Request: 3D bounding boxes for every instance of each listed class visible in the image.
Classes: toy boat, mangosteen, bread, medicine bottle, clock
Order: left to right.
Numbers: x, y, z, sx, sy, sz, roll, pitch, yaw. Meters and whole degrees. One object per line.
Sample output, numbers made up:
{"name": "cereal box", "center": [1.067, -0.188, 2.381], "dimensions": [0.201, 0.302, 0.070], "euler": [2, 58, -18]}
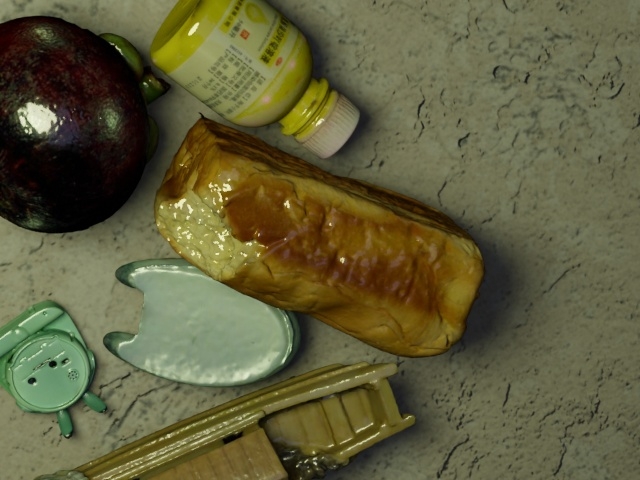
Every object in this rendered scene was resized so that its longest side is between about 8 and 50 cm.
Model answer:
{"name": "clock", "center": [-0.283, 0.137, 1.654], "dimensions": [0.101, 0.041, 0.135], "euler": [-37, 107, -6]}
{"name": "mangosteen", "center": [-0.255, -0.123, 1.533], "dimensions": [0.216, 0.216, 0.216], "euler": [-3, 101, -15]}
{"name": "toy boat", "center": [-0.123, 0.087, 1.683], "dimensions": [0.208, 0.079, 0.134], "euler": [9, 94, -6]}
{"name": "toy boat", "center": [-0.116, 0.243, 1.658], "dimensions": [0.445, 0.162, 0.136], "euler": [-24, 103, -10]}
{"name": "medicine bottle", "center": [-0.059, -0.170, 1.618], "dimensions": [0.212, 0.122, 0.122], "euler": [36, 89, -19]}
{"name": "bread", "center": [-0.003, 0.004, 1.622], "dimensions": [0.344, 0.195, 0.148], "euler": [21, 102, -21]}
